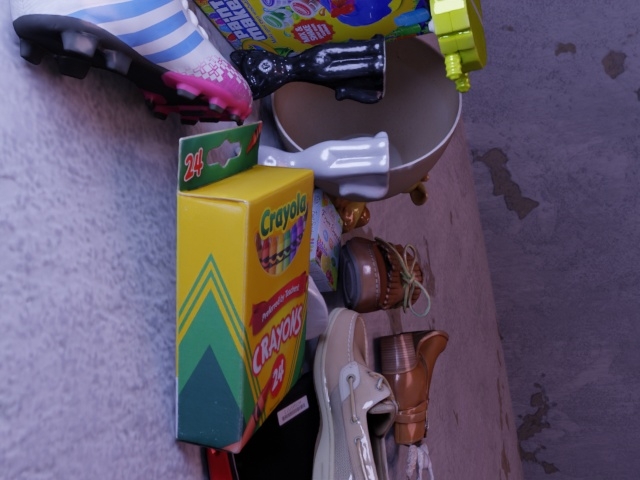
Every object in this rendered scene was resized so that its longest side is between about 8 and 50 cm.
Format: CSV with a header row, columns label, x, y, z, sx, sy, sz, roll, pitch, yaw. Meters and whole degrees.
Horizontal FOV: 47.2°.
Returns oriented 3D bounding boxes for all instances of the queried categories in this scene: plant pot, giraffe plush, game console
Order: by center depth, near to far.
label,x,y,z,sx,sy,sz,roll,pitch,yaw
game console,-0.030,0.368,0.985,0.386,0.060,0.342,-4,81,-70
plant pot,0.068,-0.171,1.167,0.191,0.283,0.284,89,5,-60
giraffe plush,0.106,-0.117,1.334,0.210,0.170,0.182,-58,136,-60

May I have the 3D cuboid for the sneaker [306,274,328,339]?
label,x,y,z,sx,sy,sz,roll,pitch,yaw
sneaker,-0.044,0.046,1.027,0.094,0.080,0.212,-90,161,-52

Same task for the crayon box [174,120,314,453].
label,x,y,z,sx,sy,sz,roll,pitch,yaw
crayon box,-0.079,0.039,0.802,0.202,0.081,0.319,-39,134,-66

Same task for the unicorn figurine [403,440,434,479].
label,x,y,z,sx,sy,sz,roll,pitch,yaw
unicorn figurine,0.196,0.445,1.463,0.162,0.060,0.111,80,8,-63

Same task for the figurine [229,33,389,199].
label,x,y,z,sx,sy,sz,roll,pitch,yaw
figurine,-0.015,-0.160,0.979,0.092,0.209,0.215,45,43,-84

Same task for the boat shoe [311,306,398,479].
label,x,y,z,sx,sy,sz,roll,pitch,yaw
boat shoe,0.060,0.246,1.057,0.122,0.110,0.341,54,30,-47

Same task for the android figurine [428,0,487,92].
label,x,y,z,sx,sy,sz,roll,pitch,yaw
android figurine,0.167,-0.330,0.939,0.248,0.056,0.273,4,80,-69

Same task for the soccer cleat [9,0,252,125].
label,x,y,z,sx,sy,sz,roll,pitch,yaw
soccer cleat,-0.157,-0.208,0.724,0.331,0.115,0.143,15,80,-67

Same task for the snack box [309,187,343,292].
label,x,y,z,sx,sy,sz,roll,pitch,yaw
snack box,0.000,0.000,1.200,0.100,0.037,0.141,59,30,-49

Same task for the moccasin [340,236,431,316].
label,x,y,z,sx,sy,sz,roll,pitch,yaw
moccasin,0.121,0.068,1.287,0.380,0.146,0.139,33,55,-73

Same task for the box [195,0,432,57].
label,x,y,z,sx,sy,sz,roll,pitch,yaw
box,-0.022,-0.390,0.933,0.290,0.279,0.177,41,46,-60

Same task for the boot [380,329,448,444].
label,x,y,z,sx,sy,sz,roll,pitch,yaw
boot,0.210,0.303,1.549,0.283,0.108,0.220,9,73,-67
